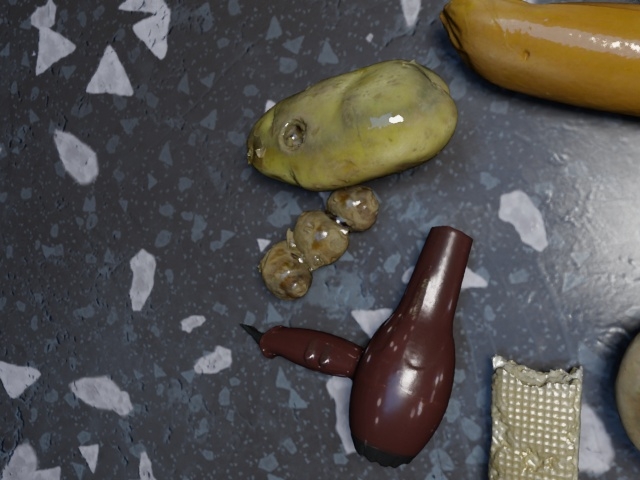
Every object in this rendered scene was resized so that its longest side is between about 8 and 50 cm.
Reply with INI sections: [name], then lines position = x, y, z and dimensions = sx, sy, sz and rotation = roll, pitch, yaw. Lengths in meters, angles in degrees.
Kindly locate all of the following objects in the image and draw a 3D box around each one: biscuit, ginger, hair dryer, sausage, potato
[biscuit]
position = 0.262, 0.266, 0.714
dimensions = 0.108, 0.062, 0.239
rotation = 2, 89, 22
[ginger]
position = 0.000, 0.000, 0.816
dimensions = 0.204, 0.080, 0.104
rotation = -46, 36, 6
[hair dryer]
position = 0.031, 0.116, 0.811
dimensions = 0.340, 0.123, 0.312
rotation = 10, 81, 33
[sausage]
position = 0.305, -0.216, 0.672
dimensions = 0.354, 0.134, 0.116
rotation = 15, 90, 22
[potato]
position = 0.037, -0.145, 0.762
dimensions = 0.296, 0.191, 0.141
rotation = -5, 128, 26

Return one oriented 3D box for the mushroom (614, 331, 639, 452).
[mushroom]
position = 0.410, 0.170, 0.575
dimensions = 0.207, 0.215, 0.207
rotation = 3, 98, 24
